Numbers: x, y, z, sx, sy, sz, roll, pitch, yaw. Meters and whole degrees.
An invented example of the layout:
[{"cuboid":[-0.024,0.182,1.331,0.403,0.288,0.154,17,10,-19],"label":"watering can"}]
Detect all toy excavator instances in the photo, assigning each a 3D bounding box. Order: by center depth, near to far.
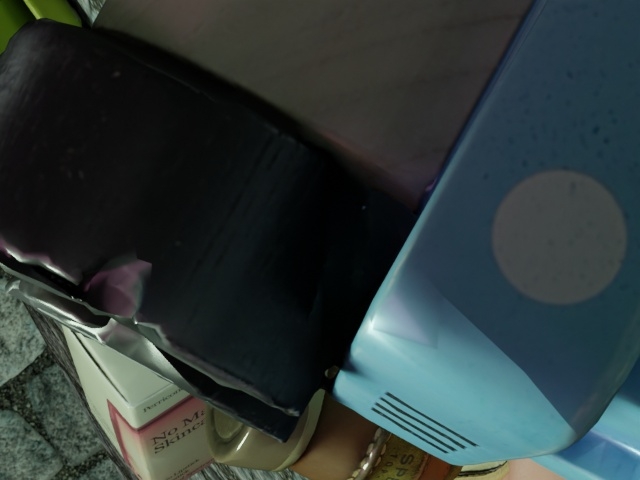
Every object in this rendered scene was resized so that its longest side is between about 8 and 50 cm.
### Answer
[{"cuboid":[0.149,0.003,0.393,0.445,0.222,0.433,28,172,2],"label":"toy excavator"}]

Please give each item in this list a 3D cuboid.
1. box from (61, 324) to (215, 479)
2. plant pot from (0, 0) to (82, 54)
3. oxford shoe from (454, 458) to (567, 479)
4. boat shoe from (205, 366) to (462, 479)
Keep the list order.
[{"cuboid":[-0.144,0.125,1.590,0.127,0.149,0.232,51,163,23],"label":"box"},{"cuboid":[-0.342,-0.175,1.516,0.228,0.207,0.227,53,164,15],"label":"plant pot"},{"cuboid":[0.130,0.061,0.764,0.397,0.141,0.146,117,154,-79],"label":"oxford shoe"},{"cuboid":[0.022,-0.042,0.707,0.111,0.104,0.307,146,134,-63],"label":"boat shoe"}]
